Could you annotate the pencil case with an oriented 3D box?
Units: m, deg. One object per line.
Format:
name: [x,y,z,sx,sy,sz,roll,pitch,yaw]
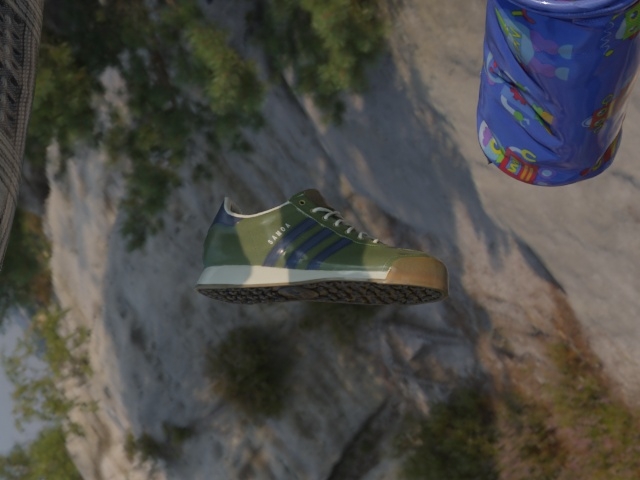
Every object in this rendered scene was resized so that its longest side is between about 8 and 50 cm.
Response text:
pencil case: [0.173,-0.145,0.666,0.133,0.119,0.306,46,175,21]

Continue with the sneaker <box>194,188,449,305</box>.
sneaker: [0.000,0.000,0.666,0.192,0.086,0.064,-1,160,19]

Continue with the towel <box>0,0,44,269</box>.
towel: [-0.258,-0.183,0.520,0.324,0.056,0.312,61,-163,-47]
